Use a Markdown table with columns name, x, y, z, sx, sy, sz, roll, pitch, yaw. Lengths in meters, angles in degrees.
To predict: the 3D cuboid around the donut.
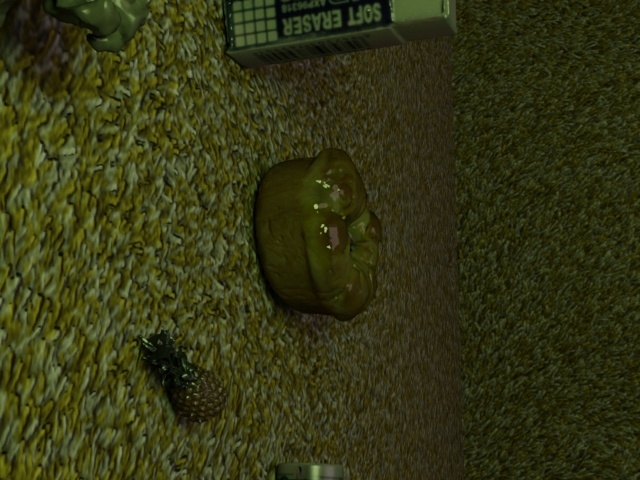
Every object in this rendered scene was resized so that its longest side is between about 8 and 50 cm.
| name | x | y | z | sx | sy | sz | roll | pitch | yaw |
| --- | --- | --- | --- | --- | --- | --- | --- | --- | --- |
| donut | 0.000 | 0.000 | 1.300 | 0.261 | 0.128 | 0.208 | 61 | 32 | -54 |

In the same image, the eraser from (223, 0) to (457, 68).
| name | x | y | z | sx | sy | sz | roll | pitch | yaw |
| --- | --- | --- | --- | --- | --- | --- | --- | --- | --- |
| eraser | 0.023 | -0.300 | 1.162 | 0.086 | 0.287 | 0.130 | 13 | 75 | -70 |

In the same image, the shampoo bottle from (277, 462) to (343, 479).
| name | x | y | z | sx | sy | sz | roll | pitch | yaw |
| --- | --- | --- | --- | --- | --- | --- | --- | --- | --- |
| shampoo bottle | -0.019 | 0.446 | 1.224 | 0.092 | 0.092 | 0.303 | 45 | 46 | -65 |

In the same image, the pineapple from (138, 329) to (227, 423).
| name | x | y | z | sx | sy | sz | roll | pitch | yaw |
| --- | --- | --- | --- | --- | --- | --- | --- | --- | --- |
| pineapple | -0.138 | 0.134 | 0.956 | 0.124 | 0.058 | 0.058 | 68 | 25 | -44 |

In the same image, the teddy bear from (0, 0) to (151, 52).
| name | x | y | z | sx | sy | sz | roll | pitch | yaw |
| --- | --- | --- | --- | --- | --- | --- | --- | --- | --- |
| teddy bear | -0.189 | -0.318 | 0.716 | 0.367 | 0.225 | 0.357 | -72 | 155 | -84 |
